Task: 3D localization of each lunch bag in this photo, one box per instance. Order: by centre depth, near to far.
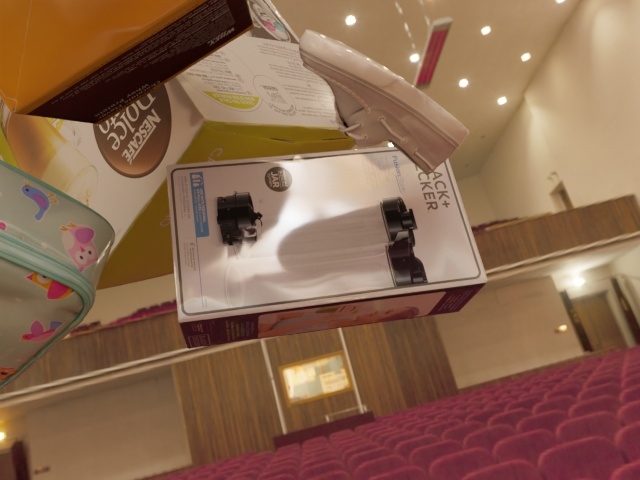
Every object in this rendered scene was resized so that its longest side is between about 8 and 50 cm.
[{"bbox_3d":[-0.351,0.036,0.536,0.279,0.107,0.224,-34,-50,31],"label":"lunch bag"}]

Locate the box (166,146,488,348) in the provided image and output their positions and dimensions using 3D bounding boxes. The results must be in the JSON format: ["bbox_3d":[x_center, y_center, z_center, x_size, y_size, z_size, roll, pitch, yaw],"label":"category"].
[{"bbox_3d":[0.000,0.000,0.589,0.290,0.169,0.087,-5,-26,-10],"label":"box"}]

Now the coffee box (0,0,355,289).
[{"bbox_3d":[-0.212,-0.170,0.850,0.337,0.334,0.338,-44,-18,31],"label":"coffee box"}]

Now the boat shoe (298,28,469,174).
[{"bbox_3d":[0.046,-0.104,0.470,0.184,0.066,0.063,18,-68,-46],"label":"boat shoe"}]

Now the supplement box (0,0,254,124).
[{"bbox_3d":[-0.173,-0.204,0.484,0.191,0.129,0.194,-32,9,2],"label":"supplement box"}]
